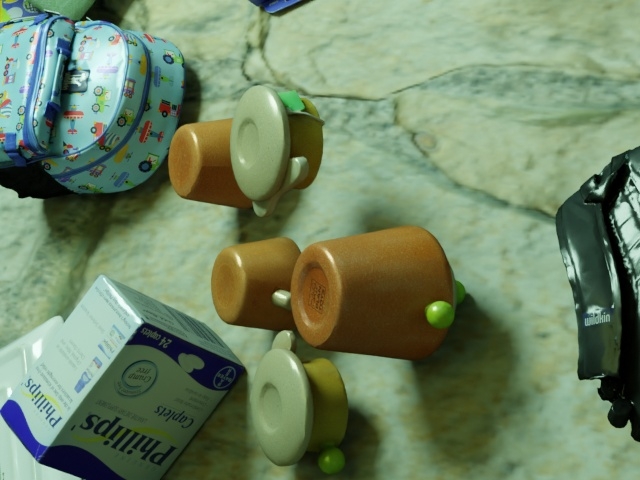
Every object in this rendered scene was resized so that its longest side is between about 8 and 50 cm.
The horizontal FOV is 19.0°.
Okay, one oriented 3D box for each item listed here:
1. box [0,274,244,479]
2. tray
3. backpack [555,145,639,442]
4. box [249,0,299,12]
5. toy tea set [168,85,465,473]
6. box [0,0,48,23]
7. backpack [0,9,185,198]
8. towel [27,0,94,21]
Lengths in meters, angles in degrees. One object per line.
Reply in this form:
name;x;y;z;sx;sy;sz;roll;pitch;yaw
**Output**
box;-0.151;0.115;1.466;0.137;0.126;0.072;-53;48;7
tray;-0.261;0.201;1.583;0.145;0.030;0.270;-30;53;27
backpack;0.224;0.030;1.203;0.152;0.115;0.182;-30;51;11
box;-0.031;-0.260;1.619;0.081;0.028;0.136;-22;55;30
toy tea set;0.000;0.000;1.433;0.200;0.124;0.336;-60;41;42
box;-0.319;-0.172;1.756;0.169;0.054;0.059;-21;54;4
backpack;-0.206;-0.118;1.634;0.173;0.117;0.158;-1;70;37
towel;-0.274;-0.381;1.686;0.248;0.325;0.038;-52;15;-1
